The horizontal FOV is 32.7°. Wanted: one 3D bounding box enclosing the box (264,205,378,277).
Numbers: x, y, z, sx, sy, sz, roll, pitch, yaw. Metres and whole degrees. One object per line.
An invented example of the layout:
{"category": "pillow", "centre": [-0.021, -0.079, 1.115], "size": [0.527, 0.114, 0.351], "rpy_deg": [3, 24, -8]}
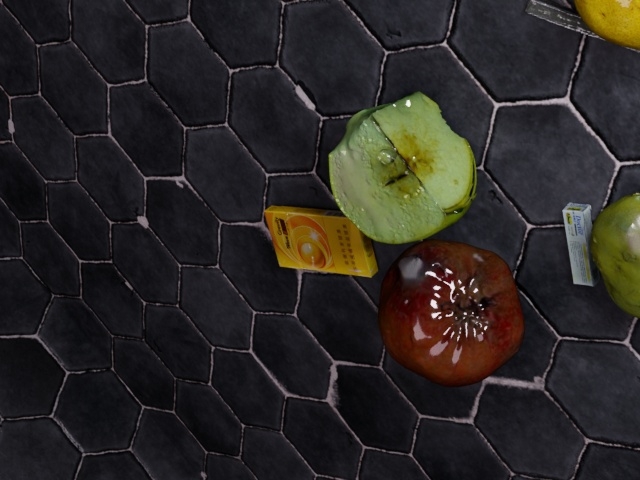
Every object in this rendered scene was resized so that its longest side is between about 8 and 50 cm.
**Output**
{"category": "box", "centre": [0.000, 0.000, 2.485], "size": [0.269, 0.043, 0.152], "rpy_deg": [7, 121, 38]}

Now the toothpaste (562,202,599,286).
{"category": "toothpaste", "centre": [0.495, 0.010, 2.062], "size": [0.046, 0.034, 0.164], "rpy_deg": [7, 122, 39]}

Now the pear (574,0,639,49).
{"category": "pear", "centre": [0.495, -0.389, 1.666], "size": [0.209, 0.209, 0.209], "rpy_deg": [22, 130, 29]}

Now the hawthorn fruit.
{"category": "hawthorn fruit", "centre": [0.257, 0.142, 2.197], "size": [0.308, 0.325, 0.308], "rpy_deg": [-1, 102, -3]}

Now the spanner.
{"category": "spanner", "centre": [0.490, -0.345, 1.833], "size": [0.325, 0.026, 0.093], "rpy_deg": [28, 134, 27]}

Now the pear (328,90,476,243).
{"category": "pear", "centre": [0.156, -0.126, 2.171], "size": [0.286, 0.176, 0.282], "rpy_deg": [53, 140, 6]}

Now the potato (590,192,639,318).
{"category": "potato", "centre": [0.572, 0.026, 1.927], "size": [0.186, 0.148, 0.253], "rpy_deg": [38, 148, 38]}
